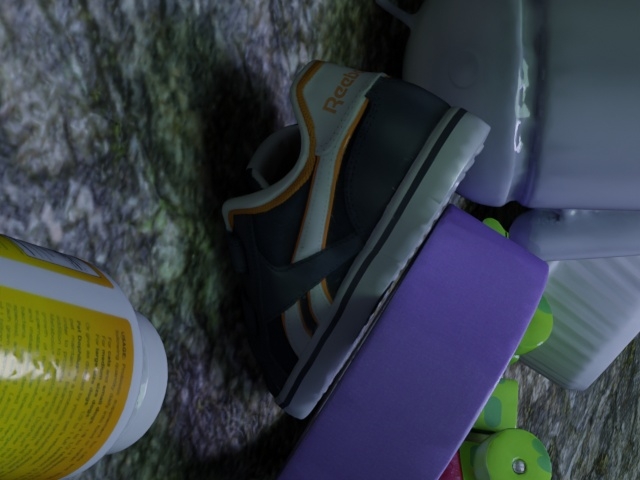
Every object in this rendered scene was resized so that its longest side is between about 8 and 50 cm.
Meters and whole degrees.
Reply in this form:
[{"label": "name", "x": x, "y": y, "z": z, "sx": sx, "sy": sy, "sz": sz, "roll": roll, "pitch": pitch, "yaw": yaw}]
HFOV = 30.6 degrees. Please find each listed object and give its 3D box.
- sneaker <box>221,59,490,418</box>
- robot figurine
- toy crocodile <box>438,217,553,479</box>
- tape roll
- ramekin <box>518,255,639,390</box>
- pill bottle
[{"label": "sneaker", "x": 0.000, "y": 0.000, "z": 0.809, "sx": 0.126, "sy": 0.127, "sz": 0.321, "roll": -55, "pitch": 174, "yaw": -42}, {"label": "robot figurine", "x": 0.216, "y": -0.122, "z": 0.896, "sx": 0.200, "sy": 0.353, "sz": 0.300, "roll": -79, "pitch": 171, "yaw": -71}, {"label": "toy crocodile", "x": 0.136, "y": 0.140, "z": 1.051, "sx": 0.115, "sy": 0.105, "sz": 0.341, "roll": 138, "pitch": -39, "yaw": -59}, {"label": "tape roll", "x": 0.060, "y": 0.110, "z": 0.875, "sx": 0.275, "sy": 0.090, "sz": 0.275, "roll": -58, "pitch": 177, "yaw": -5}, {"label": "ramekin", "x": 0.294, "y": 0.037, "z": 1.210, "sx": 0.273, "sy": 0.127, "sz": 0.273, "roll": -44, "pitch": 166, "yaw": -14}, {"label": "pill bottle", "x": -0.164, "y": 0.054, "z": 0.545, "sx": 0.215, "sy": 0.117, "sz": 0.117, "roll": 25, "pitch": 85, "yaw": -61}]
